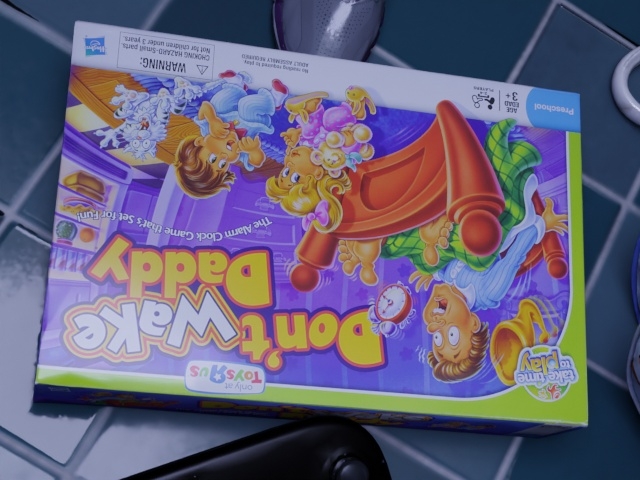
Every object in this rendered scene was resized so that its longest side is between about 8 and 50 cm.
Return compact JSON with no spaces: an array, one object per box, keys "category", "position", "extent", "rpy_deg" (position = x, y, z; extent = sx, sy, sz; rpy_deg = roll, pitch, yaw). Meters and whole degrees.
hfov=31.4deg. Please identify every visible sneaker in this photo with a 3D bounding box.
[{"category":"sneaker","position":[0.024,-0.220,0.811],"extent":[0.083,0.098,0.223],"rpy_deg":[17,71,-9]}]

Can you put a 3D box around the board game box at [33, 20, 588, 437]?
[{"category":"board game box","position":[0.000,0.000,0.752],"extent":[0.347,0.078,0.233],"rpy_deg":[6,73,-13]}]

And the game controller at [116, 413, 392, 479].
[{"category":"game controller","position":[-0.097,0.218,0.662],"extent":[0.319,0.067,0.166],"rpy_deg":[-16,89,-18]}]

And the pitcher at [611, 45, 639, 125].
[{"category":"pitcher","position":[0.343,-0.104,0.860],"extent":[0.178,0.125,0.207],"rpy_deg":[-40,76,0]}]

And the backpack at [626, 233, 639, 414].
[{"category":"backpack","position":[0.318,0.068,0.729],"extent":[0.213,0.276,0.263],"rpy_deg":[-20,55,-21]}]
